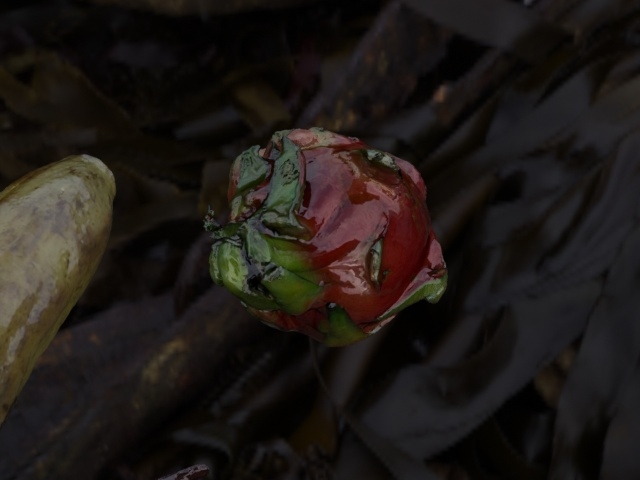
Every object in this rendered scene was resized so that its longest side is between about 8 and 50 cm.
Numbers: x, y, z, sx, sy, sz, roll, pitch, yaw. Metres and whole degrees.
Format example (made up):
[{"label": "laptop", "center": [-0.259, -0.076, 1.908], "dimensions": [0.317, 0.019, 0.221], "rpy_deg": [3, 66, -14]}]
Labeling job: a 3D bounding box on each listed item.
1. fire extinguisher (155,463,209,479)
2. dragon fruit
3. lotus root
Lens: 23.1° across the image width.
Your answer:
[{"label": "fire extinguisher", "center": [-0.212, 0.342, 1.633], "dimensions": [0.141, 0.105, 0.341], "rpy_deg": [-5, 26, 19]}, {"label": "dragon fruit", "center": [-0.015, -0.016, 1.262], "dimensions": [0.198, 0.269, 0.200], "rpy_deg": [-48, 59, 19]}, {"label": "lotus root", "center": [-0.210, 0.045, 0.956], "dimensions": [0.110, 0.097, 0.258], "rpy_deg": [-9, 42, 39]}]
